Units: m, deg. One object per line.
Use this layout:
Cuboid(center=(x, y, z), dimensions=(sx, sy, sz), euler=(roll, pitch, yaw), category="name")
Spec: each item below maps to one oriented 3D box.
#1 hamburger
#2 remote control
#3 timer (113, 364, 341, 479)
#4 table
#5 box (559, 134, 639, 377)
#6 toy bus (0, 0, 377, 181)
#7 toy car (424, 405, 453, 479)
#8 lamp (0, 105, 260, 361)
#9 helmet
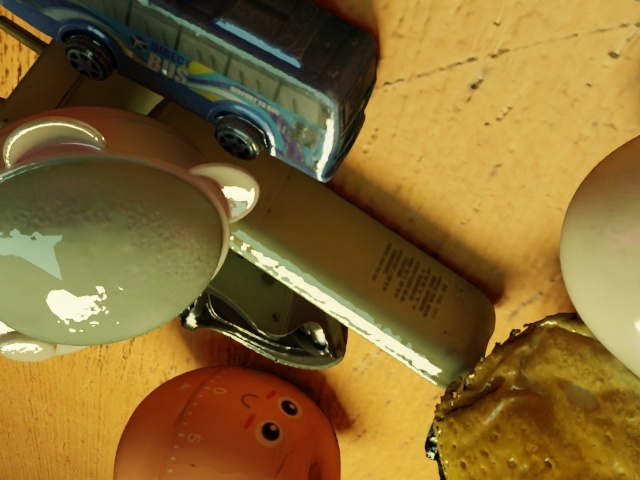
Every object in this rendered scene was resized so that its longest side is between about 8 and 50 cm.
Cuboid(center=(0.204, 0.169, 0.752), dimensions=(0.163, 0.244, 0.244), euler=(2, 175, -42), category="hamburger")
Cuboid(center=(-0.001, 0.001, 0.805), dimensions=(0.310, 0.090, 0.038), euler=(33, 142, -9), category="remote control")
Cuboid(center=(-0.093, 0.245, 1.155), dimensions=(0.215, 0.229, 0.229), euler=(6, 146, 21), category="timer")
Cuboid(center=(-0.188, -0.064, 0.835), dimensions=(0.111, 0.121, 0.240), euler=(20, 151, 18), category="table")
Cuboid(center=(0.300, 0.028, 0.504), dimensions=(0.289, 0.141, 0.349), euler=(39, 151, -16), category="box")
Cuboid(center=(-0.079, -0.127, 0.670), dimensions=(0.237, 0.079, 0.094), euler=(28, 152, 3), category="toy bus")
Cuboid(center=(0.159, 0.216, 1.043), dimensions=(0.103, 0.063, 0.216), euler=(19, 157, 21), category="toy car")
Cuboid(center=(-0.160, 0.014, 0.717), dimensions=(0.180, 0.107, 0.246), euler=(18, 139, -29), category="lamp")
Cuboid(center=(-0.049, 0.032, 0.890), dimensions=(0.153, 0.107, 0.177), euler=(7, 164, 32), category="helmet")
